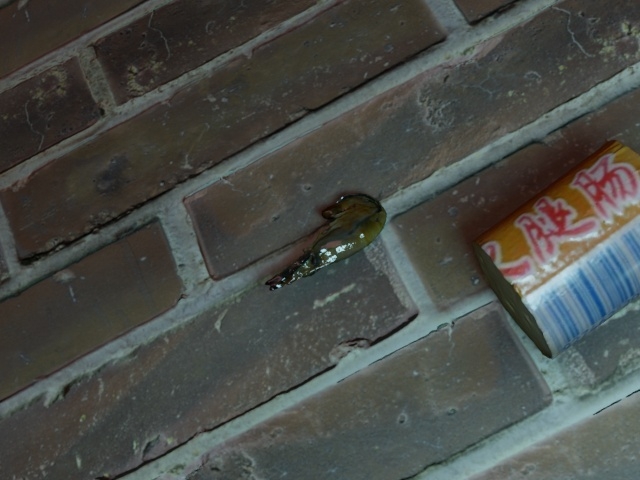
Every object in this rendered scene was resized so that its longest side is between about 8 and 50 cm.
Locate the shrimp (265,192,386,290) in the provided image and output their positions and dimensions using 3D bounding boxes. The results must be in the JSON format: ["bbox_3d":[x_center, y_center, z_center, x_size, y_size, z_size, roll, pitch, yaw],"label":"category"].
[{"bbox_3d":[0.003,0.009,1.982,0.262,0.066,0.117,-30,42,-13],"label":"shrimp"}]

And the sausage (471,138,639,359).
[{"bbox_3d":[0.410,0.016,1.732,0.287,0.233,0.233,-37,58,1],"label":"sausage"}]
